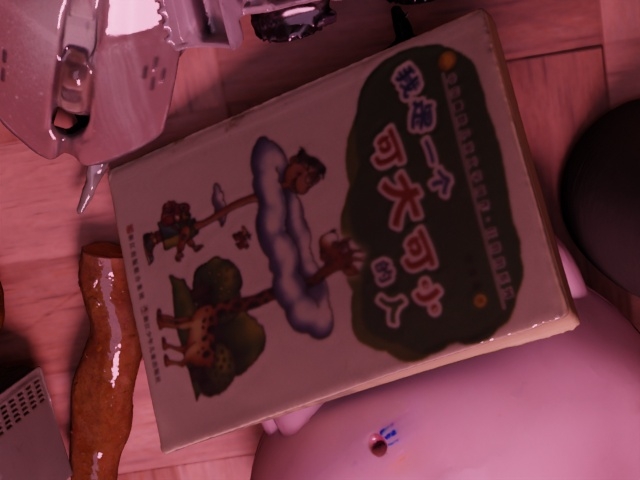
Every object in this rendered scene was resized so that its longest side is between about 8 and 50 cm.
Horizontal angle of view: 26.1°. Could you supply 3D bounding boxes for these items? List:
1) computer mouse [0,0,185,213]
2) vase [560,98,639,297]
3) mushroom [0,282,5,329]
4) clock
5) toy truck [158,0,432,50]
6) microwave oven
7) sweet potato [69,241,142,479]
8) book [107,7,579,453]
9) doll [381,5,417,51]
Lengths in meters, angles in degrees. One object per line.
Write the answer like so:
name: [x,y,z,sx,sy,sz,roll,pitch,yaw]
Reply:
computer mouse: [-0.189,-0.200,1.130,0.199,0.115,0.389,11,106,-1]
vase: [0.302,-0.001,1.087,0.173,0.321,0.173,0,107,-1]
mushroom: [-0.342,0.060,1.220,0.127,0.087,0.127,0,104,2]
clock: [0.134,0.205,1.186,0.376,0.250,0.368,-41,104,11]
toy truck: [0.010,-0.230,1.081,0.286,0.111,0.136,-20,114,-14]
microwave oven: [-0.349,0.192,1.211,0.205,0.163,0.129,-12,101,13]
sweet potato: [-0.196,0.143,1.261,0.067,0.059,0.281,21,113,38]
book: [0.000,0.000,1.111,0.371,0.043,0.260,-21,72,24]
doll: [0.101,-0.080,1.183,0.127,0.088,0.249,-25,116,-24]
